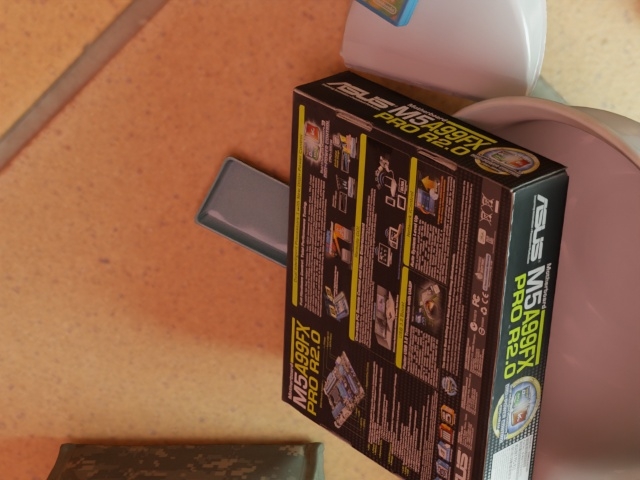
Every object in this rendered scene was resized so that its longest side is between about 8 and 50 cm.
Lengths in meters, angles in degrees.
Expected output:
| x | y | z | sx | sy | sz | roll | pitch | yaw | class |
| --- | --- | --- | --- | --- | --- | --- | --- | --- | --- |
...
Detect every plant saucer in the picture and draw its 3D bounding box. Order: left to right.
| x | y | z | sx | sy | sz | roll | pitch | yaw | class |
| --- | --- | --- | --- | --- | --- | --- | --- | --- | --- |
| 0.000 | 0.000 | 1.271 | 0.192 | 0.018 | 0.067 | 27 | 117 | -6 | plant saucer |

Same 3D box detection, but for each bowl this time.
| x | y | z | sx | sy | sz | roll | pitch | yaw | class |
| --- | --- | --- | --- | --- | --- | --- | --- | --- | --- |
| 0.199 | 0.027 | 1.157 | 0.298 | 0.134 | 0.298 | 25 | 125 | 42 | bowl |

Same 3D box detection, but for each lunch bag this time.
| x | y | z | sx | sy | sz | roll | pitch | yaw | class |
| --- | --- | --- | --- | --- | --- | --- | --- | --- | --- |
| -0.103 | 0.323 | 1.367 | 0.235 | 0.169 | 0.287 | -2 | 112 | 9 | lunch bag |

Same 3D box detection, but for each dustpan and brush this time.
| x | y | z | sx | sy | sz | roll | pitch | yaw | class |
| --- | --- | --- | --- | --- | --- | --- | --- | --- | --- |
| 0.098 | -0.210 | 1.134 | 0.147 | 0.060 | 0.211 | 16 | 125 | 14 | dustpan and brush |

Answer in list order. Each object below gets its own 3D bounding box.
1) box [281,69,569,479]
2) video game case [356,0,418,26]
| x | y | z | sx | sy | sz | roll | pitch | yaw | class |
| --- | --- | --- | --- | --- | --- | --- | --- | --- | --- |
| 0.066 | 0.039 | 1.168 | 0.216 | 0.060 | 0.270 | 28 | 127 | 41 | box |
| 0.043 | -0.246 | 1.107 | 0.119 | 0.015 | 0.166 | 37 | 120 | 24 | video game case |
